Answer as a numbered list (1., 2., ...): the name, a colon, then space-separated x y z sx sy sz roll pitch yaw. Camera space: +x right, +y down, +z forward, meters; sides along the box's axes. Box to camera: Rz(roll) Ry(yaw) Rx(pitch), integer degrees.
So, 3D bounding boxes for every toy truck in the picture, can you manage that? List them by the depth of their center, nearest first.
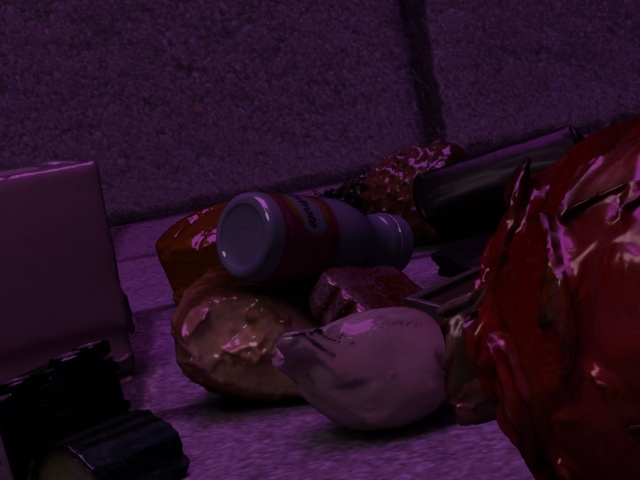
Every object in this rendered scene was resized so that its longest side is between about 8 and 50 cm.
1. toy truck: -0.274 0.168 1.322 0.125 0.101 0.242 -13 4 21

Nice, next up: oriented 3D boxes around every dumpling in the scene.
1. dumpling: 0.047 0.114 1.242 0.199 0.118 0.136 16 -15 -16

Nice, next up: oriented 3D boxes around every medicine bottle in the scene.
1. medicine bottle: 0.000 0.000 1.421 0.090 0.090 0.217 -3 -4 45

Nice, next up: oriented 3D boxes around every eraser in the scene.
1. eraser: -0.418 0.064 1.618 0.359 0.272 0.122 -15 9 -21

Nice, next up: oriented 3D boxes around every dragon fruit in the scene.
1. dragon fruit: 0.238 0.048 0.855 0.343 0.277 0.277 -8 8 27

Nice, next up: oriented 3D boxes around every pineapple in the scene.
1. pineapple: 0.084 -0.060 2.245 0.340 0.169 0.169 -9 8 35

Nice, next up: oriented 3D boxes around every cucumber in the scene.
1. cucumber: -0.189 0.189 1.198 0.116 0.062 0.115 -4 7 34

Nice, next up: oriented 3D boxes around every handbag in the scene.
1. handbag: 0.313 0.005 1.746 0.332 0.075 0.191 -12 6 -12
2. handbag: 0.264 -0.049 1.860 0.247 0.080 0.223 -18 -27 18

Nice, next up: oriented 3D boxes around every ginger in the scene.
1. ginger: -0.042 0.094 1.448 0.221 0.130 0.276 10 18 39

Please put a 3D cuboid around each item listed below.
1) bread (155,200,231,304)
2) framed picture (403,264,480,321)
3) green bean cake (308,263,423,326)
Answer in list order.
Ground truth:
1. bread: -0.114 0.010 2.063 0.270 0.142 0.195 -14 9 -37
2. framed picture: 0.276 0.064 1.327 0.324 0.020 0.240 13 22 37
3. green bean cake: 0.067 0.082 1.376 0.136 0.056 0.135 -2 39 -50
